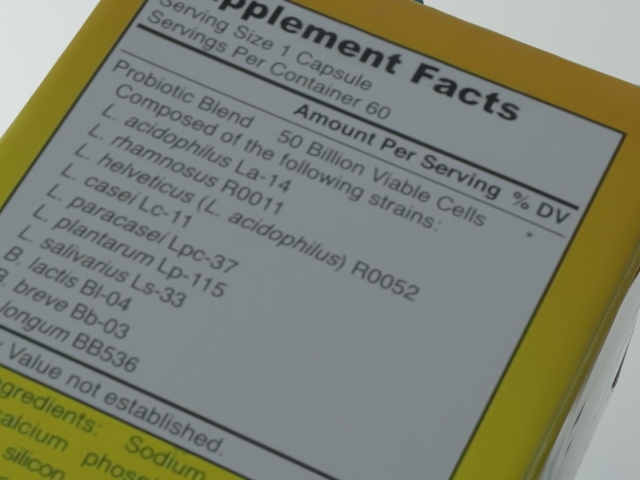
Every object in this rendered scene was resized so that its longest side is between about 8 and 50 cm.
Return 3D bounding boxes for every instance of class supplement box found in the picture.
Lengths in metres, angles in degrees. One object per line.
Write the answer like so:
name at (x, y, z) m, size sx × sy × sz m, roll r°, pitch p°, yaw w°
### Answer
supplement box at (-0.043, 0.103, 0.634) m, size 0.194 × 0.356 × 0.195 m, roll 24°, pitch -29°, yaw 12°

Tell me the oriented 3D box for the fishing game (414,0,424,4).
fishing game at (-0.013, -0.126, 1.155) m, size 0.189 × 0.041 × 0.264 m, roll 31°, pitch -47°, yaw 2°
